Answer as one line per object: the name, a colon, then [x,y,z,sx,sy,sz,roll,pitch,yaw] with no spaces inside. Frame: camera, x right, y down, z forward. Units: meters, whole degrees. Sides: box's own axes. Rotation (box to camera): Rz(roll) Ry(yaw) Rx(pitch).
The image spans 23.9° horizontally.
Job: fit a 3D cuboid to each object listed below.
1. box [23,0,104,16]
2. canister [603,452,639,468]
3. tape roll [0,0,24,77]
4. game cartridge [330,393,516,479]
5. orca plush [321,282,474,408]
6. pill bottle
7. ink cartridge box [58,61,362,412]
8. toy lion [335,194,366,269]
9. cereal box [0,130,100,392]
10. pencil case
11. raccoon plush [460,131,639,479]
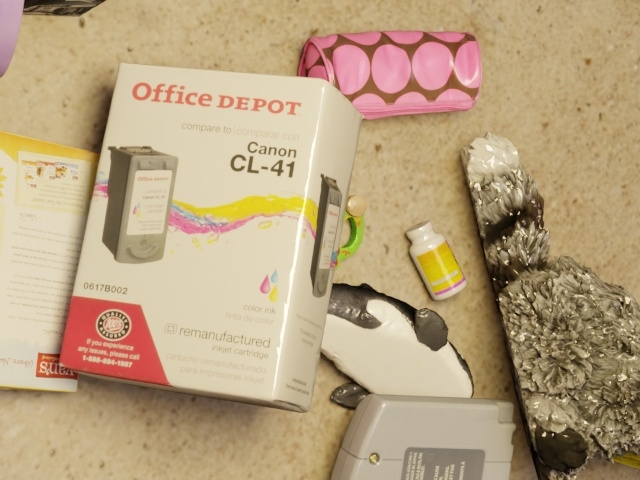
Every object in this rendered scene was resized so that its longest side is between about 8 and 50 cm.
box: [-0.207,-0.355,1.388,0.076,0.307,0.242,-2,88,-29]
canister: [0.402,0.184,1.767,0.126,0.073,0.170,19,77,-22]
tape roll: [-0.330,-0.245,1.387,0.080,0.189,0.189,1,86,-25]
game cartridge: [0.097,0.309,1.595,0.198,0.062,0.297,6,96,-21]
orca plush: [0.035,0.093,1.612,0.287,0.102,0.151,13,125,-16]
pill bottle: [0.126,0.021,1.663,0.043,0.043,0.083,-31,100,-24]
ink cartridge box: [-0.103,-0.003,1.454,0.226,0.131,0.306,7,82,17]
toy lion: [0.000,0.000,1.615,0.100,0.034,0.096,-3,94,-26]
cereal box: [-0.299,0.020,1.432,0.173,0.047,0.240,13,80,-46]
pencil case: [0.080,-0.175,1.633,0.209,0.095,0.098,-8,59,-25]
raccoon plush: [0.342,0.073,1.604,0.299,0.216,0.446,-13,92,4]
